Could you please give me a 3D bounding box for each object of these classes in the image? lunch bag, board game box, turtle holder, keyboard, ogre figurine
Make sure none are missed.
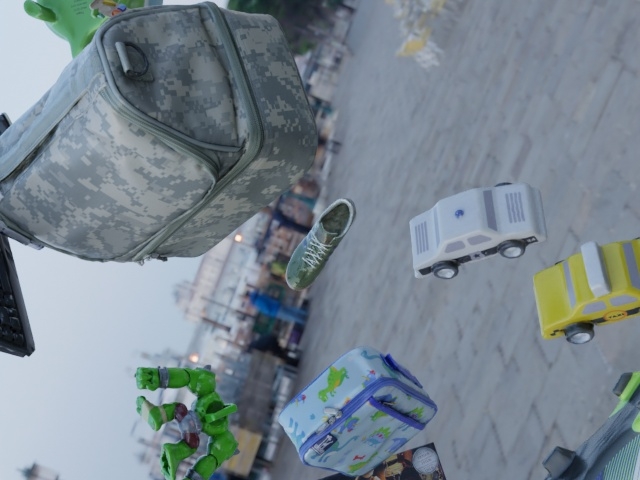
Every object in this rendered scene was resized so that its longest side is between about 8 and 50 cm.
[{"bbox_3d":[-0.195,-0.107,1.080,0.305,0.256,0.212,-33,66,41],"label":"lunch bag"},{"bbox_3d":[0.097,0.447,1.657,0.042,0.243,0.165,115,138,-71],"label":"board game box"},{"bbox_3d":[-0.402,-0.462,1.940,0.243,0.320,0.227,-34,-21,16],"label":"turtle holder"},{"bbox_3d":[-0.401,-0.021,1.043,0.033,0.201,0.317,-45,49,18],"label":"keyboard"},{"bbox_3d":[0.057,0.238,1.386,0.176,0.090,0.219,-41,-32,5],"label":"lunch bag"},{"bbox_3d":[-0.186,0.265,1.450,0.118,0.197,0.097,-18,-20,-32],"label":"ogre figurine"}]

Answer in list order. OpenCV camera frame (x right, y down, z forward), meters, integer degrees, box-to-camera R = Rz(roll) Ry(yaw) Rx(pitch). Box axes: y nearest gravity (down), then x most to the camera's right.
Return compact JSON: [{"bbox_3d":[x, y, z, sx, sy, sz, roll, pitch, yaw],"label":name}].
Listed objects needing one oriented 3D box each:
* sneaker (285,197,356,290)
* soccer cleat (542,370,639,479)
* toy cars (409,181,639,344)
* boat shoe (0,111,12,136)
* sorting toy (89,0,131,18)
[{"bbox_3d":[0.000,0.000,1.808,0.192,0.064,0.086,-54,-7,-11],"label":"sneaker"},{"bbox_3d":[0.259,0.152,0.723,0.289,0.121,0.093,-54,6,28],"label":"soccer cleat"},{"bbox_3d":[0.260,0.011,1.242,0.176,0.394,0.087,-57,-42,-8],"label":"toy cars"},{"bbox_3d":[-0.431,-0.109,1.391,0.049,0.042,0.133,17,119,61],"label":"boat shoe"},{"bbox_3d":[-0.323,-0.353,1.553,0.012,0.062,0.083,-58,9,31],"label":"sorting toy"}]
